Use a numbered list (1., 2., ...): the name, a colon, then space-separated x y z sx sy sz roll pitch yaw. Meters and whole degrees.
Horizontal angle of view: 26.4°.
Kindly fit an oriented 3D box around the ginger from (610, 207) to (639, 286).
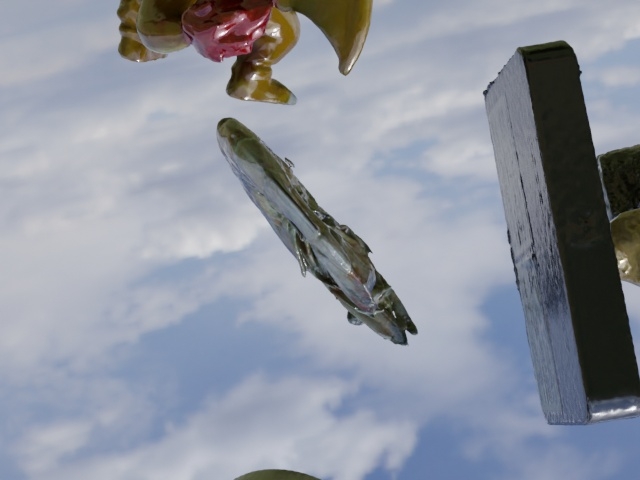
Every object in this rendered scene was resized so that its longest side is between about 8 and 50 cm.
1. ginger: 0.460 0.077 1.276 0.363 0.348 0.122 -17 155 -24

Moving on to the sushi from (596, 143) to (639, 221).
1. sushi: 0.417 -0.059 1.737 0.127 0.124 0.225 -12 170 11

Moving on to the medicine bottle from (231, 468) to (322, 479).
1. medicine bottle: -0.081 0.385 1.190 0.224 0.224 0.384 -5 -154 22

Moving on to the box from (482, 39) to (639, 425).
1. box: 0.225 0.001 1.302 0.058 0.350 0.211 -10 174 -3

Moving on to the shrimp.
1. shrimp: 0.000 0.000 1.591 0.085 0.360 0.247 -40 -162 -1

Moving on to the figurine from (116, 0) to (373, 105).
1. figurine: -0.059 -0.324 1.222 0.401 0.387 0.268 23 -168 33
